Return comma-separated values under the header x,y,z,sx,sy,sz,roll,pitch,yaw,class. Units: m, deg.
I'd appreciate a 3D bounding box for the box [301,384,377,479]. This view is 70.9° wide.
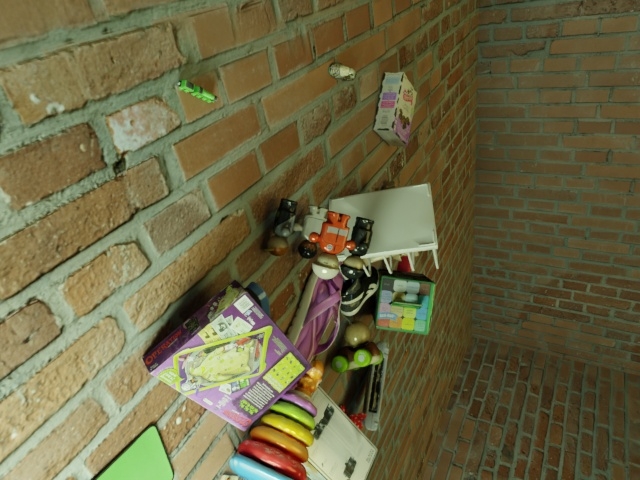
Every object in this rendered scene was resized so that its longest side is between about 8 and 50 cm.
x,y,z,sx,sy,sz,roll,pitch,yaw,class
0.011,0.538,1.197,0.290,0.087,0.169,50,48,-17,box

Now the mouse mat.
x,y,z,sx,sy,sz,roll,pitch,yaw,class
-0.332,0.428,0.760,0.189,0.007,0.153,-42,133,-50,mouse mat

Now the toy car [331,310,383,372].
x,y,z,sx,sy,sz,roll,pitch,yaw,class
0.103,0.313,1.432,0.155,0.148,0.189,27,45,-64,toy car

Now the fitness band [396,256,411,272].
x,y,z,sx,sy,sz,roll,pitch,yaw,class
0.339,0.065,1.764,0.291,0.054,0.209,79,31,-61,fitness band

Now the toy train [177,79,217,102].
x,y,z,sx,sy,sz,roll,pitch,yaw,class
-0.209,-0.255,0.770,0.083,0.023,0.017,6,93,-61,toy train

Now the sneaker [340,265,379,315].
x,y,z,sx,sy,sz,roll,pitch,yaw,class
0.124,0.125,1.422,0.217,0.079,0.121,-51,140,-41,sneaker

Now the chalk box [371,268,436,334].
x,y,z,sx,sy,sz,roll,pitch,yaw,class
0.277,0.207,1.515,0.289,0.180,0.179,-32,129,-84,chalk box

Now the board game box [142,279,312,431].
x,y,z,sx,sy,sz,roll,pitch,yaw,class
-0.160,0.243,0.890,0.208,0.056,0.347,-44,140,-14,board game box

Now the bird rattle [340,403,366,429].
x,y,z,sx,sy,sz,roll,pitch,yaw,class
0.041,0.646,1.428,0.253,0.143,0.207,-15,123,-73,bird rattle

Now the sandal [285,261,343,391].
x,y,z,sx,sy,sz,roll,pitch,yaw,class
0.001,0.227,1.204,0.416,0.102,0.169,-65,148,-27,sandal

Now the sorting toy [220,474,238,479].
x,y,z,sx,sy,sz,roll,pitch,yaw,class
-0.206,0.547,1.014,0.062,0.012,0.083,52,53,-53,sorting toy

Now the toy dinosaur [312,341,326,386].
x,y,z,sx,sy,sz,roll,pitch,yaw,class
-0.022,0.376,1.274,0.093,0.053,0.183,-59,157,-57,toy dinosaur

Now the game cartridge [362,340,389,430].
x,y,z,sx,sy,sz,roll,pitch,yaw,class
0.194,0.516,1.608,0.196,0.060,0.295,73,27,-70,game cartridge

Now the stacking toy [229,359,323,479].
x,y,z,sx,sy,sz,roll,pitch,yaw,class
-0.066,0.409,1.032,0.175,0.165,0.302,91,22,-57,stacking toy

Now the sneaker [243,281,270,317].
x,y,z,sx,sy,sz,roll,pitch,yaw,class
-0.147,0.199,0.967,0.090,0.081,0.232,-37,131,-33,sneaker

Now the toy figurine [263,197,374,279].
x,y,z,sx,sy,sz,roll,pitch,yaw,class
0.000,0.000,1.030,0.213,0.209,0.148,4,101,-62,toy figurine

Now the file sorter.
x,y,z,sx,sy,sz,roll,pitch,yaw,class
0.179,-0.013,1.236,0.173,0.277,0.193,56,30,-55,file sorter

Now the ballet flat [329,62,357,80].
x,y,z,sx,sy,sz,roll,pitch,yaw,class
0.065,-0.449,1.194,0.114,0.041,0.041,-17,113,-58,ballet flat

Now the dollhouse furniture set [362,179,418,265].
x,y,z,sx,sy,sz,roll,pitch,yaw,class
0.199,-0.094,1.539,0.356,0.173,0.303,-89,158,-59,dollhouse furniture set

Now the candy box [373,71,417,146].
x,y,z,sx,sy,sz,roll,pitch,yaw,class
0.254,-0.436,1.505,0.164,0.070,0.197,15,85,-61,candy box
